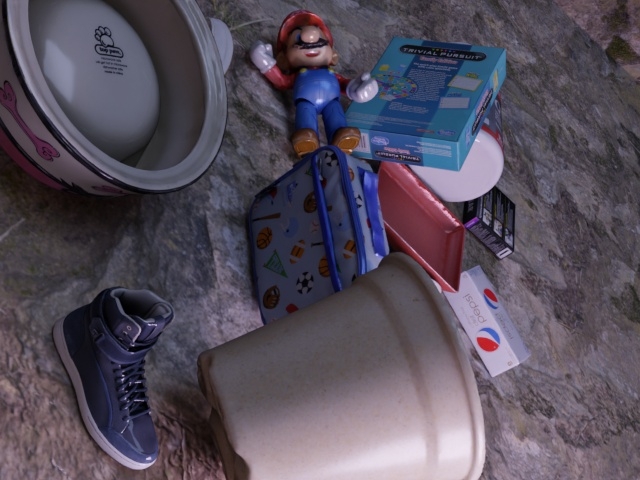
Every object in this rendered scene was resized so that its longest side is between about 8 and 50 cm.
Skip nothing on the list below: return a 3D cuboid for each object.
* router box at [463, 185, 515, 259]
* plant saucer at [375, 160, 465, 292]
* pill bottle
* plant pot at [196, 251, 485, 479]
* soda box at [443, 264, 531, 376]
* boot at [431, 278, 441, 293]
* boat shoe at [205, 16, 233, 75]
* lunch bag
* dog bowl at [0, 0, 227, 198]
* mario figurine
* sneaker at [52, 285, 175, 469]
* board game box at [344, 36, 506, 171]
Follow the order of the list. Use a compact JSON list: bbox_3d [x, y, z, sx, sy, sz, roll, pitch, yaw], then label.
[{"bbox_3d":[0.394,-0.060,2.360,0.133,0.046,0.178,40,36,-21],"label":"router box"},{"bbox_3d":[0.187,-0.035,2.064,0.258,0.048,0.259,44,29,-16],"label":"plant saucer"},{"bbox_3d":[0.301,-0.276,2.280,0.210,0.210,0.362,37,38,-26],"label":"pill bottle"},{"bbox_3d":[0.009,0.215,1.368,0.306,0.334,0.333,-16,70,-15],"label":"plant pot"},{"bbox_3d":[0.337,0.163,2.076,0.069,0.074,0.216,-16,75,-55],"label":"soda box"},{"bbox_3d":[0.164,0.100,1.938,0.190,0.069,0.086,33,70,-48],"label":"boot"},{"bbox_3d":[-0.218,-0.300,1.755,0.096,0.098,0.277,32,42,-33],"label":"boat shoe"},{"bbox_3d":[0.000,0.000,1.642,0.115,0.243,0.303,20,48,-42],"label":"lunch bag"},{"bbox_3d":[-0.324,-0.244,1.466,0.408,0.150,0.407,26,56,-46],"label":"dog bowl"},{"bbox_3d":[-0.016,-0.323,1.967,0.198,0.170,0.320,15,53,-42],"label":"mario figurine"},{"bbox_3d":[-0.235,0.167,1.283,0.086,0.163,0.226,-20,80,-57],"label":"sneaker"},{"bbox_3d":[0.214,-0.287,2.095,0.079,0.254,0.336,80,30,-42],"label":"board game box"}]
